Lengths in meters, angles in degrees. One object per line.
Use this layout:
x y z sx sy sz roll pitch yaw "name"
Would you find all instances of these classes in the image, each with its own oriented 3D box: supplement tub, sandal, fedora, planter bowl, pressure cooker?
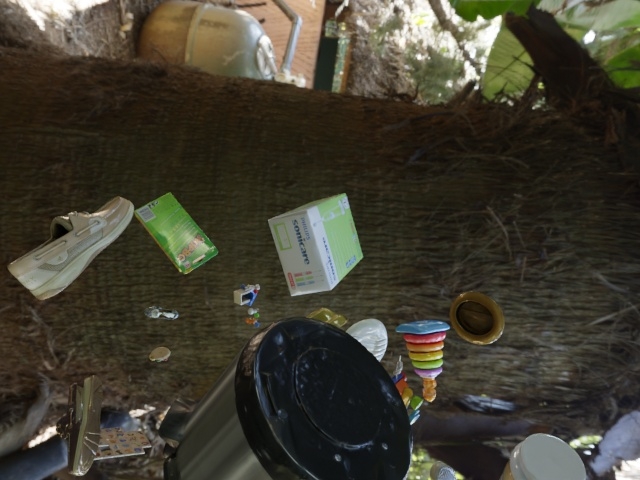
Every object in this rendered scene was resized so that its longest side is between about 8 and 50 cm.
0.488 0.541 0.895 0.144 0.144 0.200 -82 170 -54 "supplement tub"
0.112 0.412 1.396 0.102 0.169 0.416 -105 -158 -55 "sandal"
0.558 0.269 1.419 0.079 0.194 0.194 0 103 -46 "fedora"
-0.011 0.309 1.480 0.090 0.217 0.217 60 -6 6 "planter bowl"
-0.085 0.402 0.780 0.420 0.375 0.370 -53 -123 26 "pressure cooker"

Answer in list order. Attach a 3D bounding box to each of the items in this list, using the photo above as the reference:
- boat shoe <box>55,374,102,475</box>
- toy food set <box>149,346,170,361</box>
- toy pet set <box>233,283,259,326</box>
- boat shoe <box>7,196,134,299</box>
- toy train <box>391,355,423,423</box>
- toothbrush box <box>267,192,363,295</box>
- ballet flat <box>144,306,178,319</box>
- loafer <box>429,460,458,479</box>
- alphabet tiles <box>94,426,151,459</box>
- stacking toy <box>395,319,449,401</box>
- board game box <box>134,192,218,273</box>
-0.868 0.657 1.431 0.123 0.123 0.342 91 -15 -52 "boat shoe"
-0.720 0.513 1.811 0.083 0.082 0.020 -64 165 -63 "toy food set"
-0.211 0.189 1.253 0.065 0.114 0.122 -16 112 -49 "toy pet set"
-0.566 -0.018 0.946 0.110 0.121 0.341 58 26 -29 "boat shoe"
0.303 0.537 1.426 0.105 0.143 0.248 -24 138 -38 "toy train"
0.000 0.000 1.102 0.283 0.122 0.206 -36 111 -64 "toothbrush box"
-0.562 0.257 1.421 0.041 0.114 0.041 -170 -90 -69 "ballet flat"
0.476 0.939 1.569 0.102 0.092 0.268 -52 127 -26 "loafer"
-0.830 0.823 1.647 0.198 0.237 0.009 16 -92 48 "alphabet tiles"
0.411 0.466 1.553 0.175 0.165 0.302 -18 -105 61 "stacking toy"
-0.436 -0.021 1.223 0.124 0.259 0.039 -36 165 -27 "board game box"
